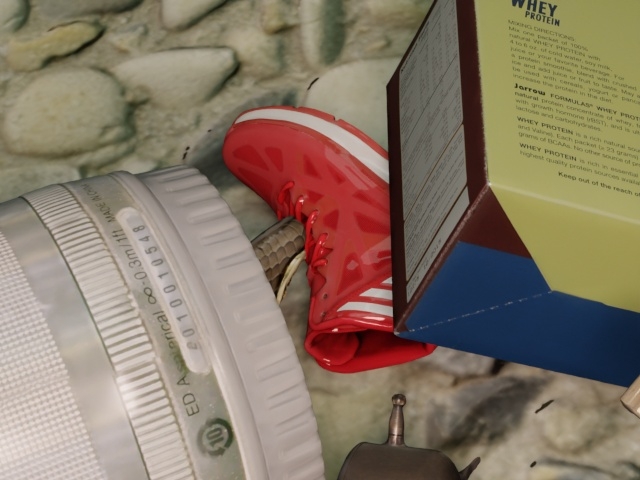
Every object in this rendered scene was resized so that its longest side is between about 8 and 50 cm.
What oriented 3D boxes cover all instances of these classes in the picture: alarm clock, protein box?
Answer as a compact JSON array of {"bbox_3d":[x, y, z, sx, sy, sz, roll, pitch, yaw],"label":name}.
[{"bbox_3d":[0.036,0.187,0.850,0.064,0.129,0.192,7,53,17],"label":"alarm clock"},{"bbox_3d":[0.154,-0.041,0.964,0.199,0.136,0.201,13,48,-15],"label":"protein box"}]

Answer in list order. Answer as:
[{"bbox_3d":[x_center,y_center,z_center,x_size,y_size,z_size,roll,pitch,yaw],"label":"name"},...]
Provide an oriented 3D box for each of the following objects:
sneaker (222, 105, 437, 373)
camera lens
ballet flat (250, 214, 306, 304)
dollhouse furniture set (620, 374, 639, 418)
[{"bbox_3d":[0.000,0.000,1.049,0.221,0.087,0.128,24,58,31],"label":"sneaker"},{"bbox_3d":[-0.161,0.098,0.820,0.274,0.219,0.219,-20,48,-16],"label":"camera lens"},{"bbox_3d":[-0.083,0.090,0.985,0.058,0.084,0.250,39,78,8],"label":"ballet flat"},{"bbox_3d":[0.235,0.191,0.792,0.286,0.198,0.303,38,88,24],"label":"dollhouse furniture set"}]
